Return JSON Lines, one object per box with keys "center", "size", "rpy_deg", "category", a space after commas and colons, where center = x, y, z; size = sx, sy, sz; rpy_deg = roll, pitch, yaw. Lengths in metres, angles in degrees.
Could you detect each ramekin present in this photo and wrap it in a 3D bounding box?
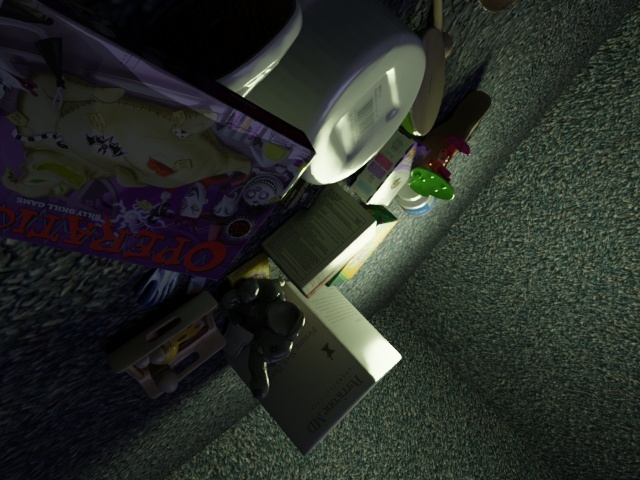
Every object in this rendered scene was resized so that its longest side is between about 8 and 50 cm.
{"center": [0.024, -0.214, 0.628], "size": [0.277, 0.135, 0.277], "rpy_deg": [-39, 161, -16], "category": "ramekin"}

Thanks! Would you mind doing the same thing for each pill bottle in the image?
{"center": [0.295, -0.153, 1.357], "size": [0.124, 0.124, 0.221], "rpy_deg": [-48, 161, 9], "category": "pill bottle"}

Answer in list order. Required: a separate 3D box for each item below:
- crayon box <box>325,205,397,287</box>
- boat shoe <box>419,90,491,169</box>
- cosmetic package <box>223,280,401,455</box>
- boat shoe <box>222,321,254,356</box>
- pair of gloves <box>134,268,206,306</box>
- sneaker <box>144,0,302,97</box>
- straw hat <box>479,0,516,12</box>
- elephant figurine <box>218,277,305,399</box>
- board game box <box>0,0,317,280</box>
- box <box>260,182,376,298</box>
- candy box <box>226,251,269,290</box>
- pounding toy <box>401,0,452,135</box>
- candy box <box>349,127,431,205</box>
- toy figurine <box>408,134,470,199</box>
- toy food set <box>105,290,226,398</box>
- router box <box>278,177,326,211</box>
{"center": [0.113, 0.017, 1.398], "size": [0.279, 0.081, 0.165], "rpy_deg": [-54, 159, 26], "category": "crayon box"}
{"center": [0.394, -0.311, 1.270], "size": [0.285, 0.102, 0.092], "rpy_deg": [-50, 157, -2], "category": "boat shoe"}
{"center": [-0.018, 0.368, 1.376], "size": [0.329, 0.393, 0.327], "rpy_deg": [-50, 161, 13], "category": "cosmetic package"}
{"center": [-0.203, 0.248, 1.186], "size": [0.079, 0.095, 0.255], "rpy_deg": [-45, 174, -43], "category": "boat shoe"}
{"center": [-0.250, 0.059, 0.807], "size": [0.159, 0.023, 0.198], "rpy_deg": [-54, 160, 25], "category": "pair of gloves"}
{"center": [-0.139, -0.158, 0.470], "size": [0.290, 0.106, 0.123], "rpy_deg": [-34, 165, 4], "category": "sneaker"}
{"center": [0.325, -0.498, 0.778], "size": [0.144, 0.061, 0.145], "rpy_deg": [-23, 146, -16], "category": "straw hat"}
{"center": [-0.116, 0.212, 0.990], "size": [0.186, 0.239, 0.169], "rpy_deg": [-38, 159, -4], "category": "elephant figurine"}
{"center": [-0.189, -0.075, 0.384], "size": [0.346, 0.056, 0.208], "rpy_deg": [18, 126, -43], "category": "board game box"}
{"center": [0.000, 0.000, 1.014], "size": [0.232, 0.148, 0.127], "rpy_deg": [-42, 162, -8], "category": "box"}
{"center": [-0.174, 0.109, 1.066], "size": [0.105, 0.027, 0.206], "rpy_deg": [-38, 160, -22], "category": "candy box"}
{"center": [0.157, -0.315, 0.793], "size": [0.183, 0.110, 0.237], "rpy_deg": [33, 73, -60], "category": "pounding toy"}
{"center": [0.186, -0.189, 1.131], "size": [0.196, 0.070, 0.164], "rpy_deg": [-52, 161, 20], "category": "candy box"}
{"center": [0.333, -0.207, 1.162], "size": [0.159, 0.130, 0.173], "rpy_deg": [-54, -172, -10], "category": "toy figurine"}
{"center": [-0.310, 0.244, 0.940], "size": [0.219, 0.092, 0.306], "rpy_deg": [-35, 163, -24], "category": "toy food set"}
{"center": [-0.028, -0.117, 0.877], "size": [0.122, 0.038, 0.092], "rpy_deg": [-53, 160, 23], "category": "router box"}
